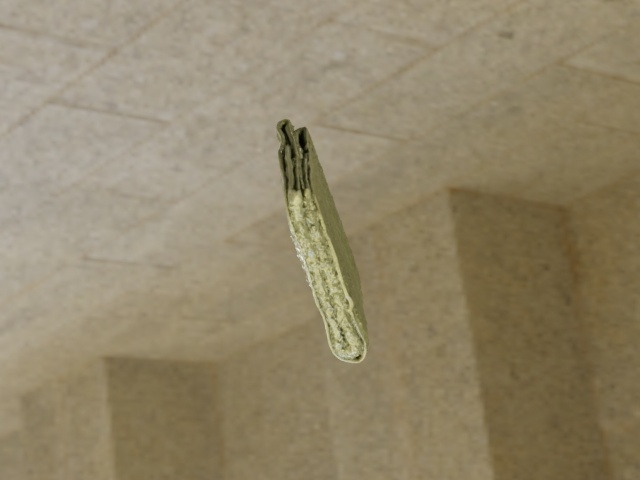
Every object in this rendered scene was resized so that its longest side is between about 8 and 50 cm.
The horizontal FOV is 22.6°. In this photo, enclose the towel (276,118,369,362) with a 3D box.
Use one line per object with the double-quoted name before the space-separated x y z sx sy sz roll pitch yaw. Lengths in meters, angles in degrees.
"towel" 0.000 0.000 1.080 0.027 0.148 0.110 -17 -150 7
